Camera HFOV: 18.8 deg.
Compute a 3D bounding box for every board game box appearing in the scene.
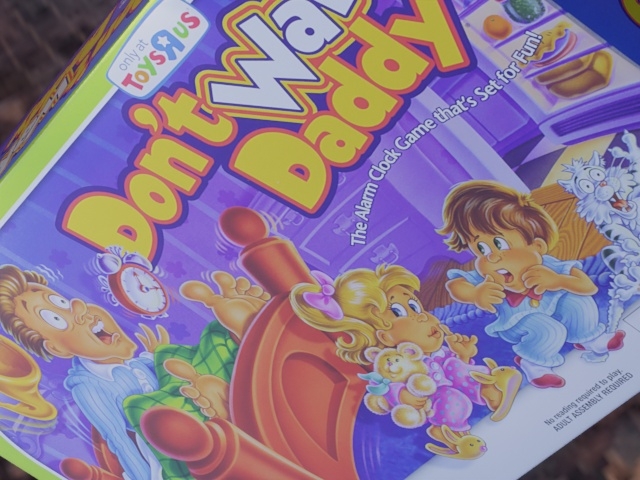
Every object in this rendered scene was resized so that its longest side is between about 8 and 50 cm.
[{"bbox_3d":[0.000,0.000,0.749,0.233,0.078,0.347,34,132,-14],"label":"board game box"}]
